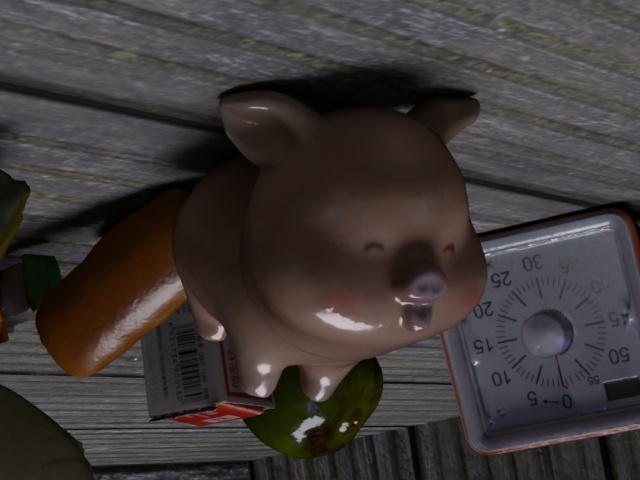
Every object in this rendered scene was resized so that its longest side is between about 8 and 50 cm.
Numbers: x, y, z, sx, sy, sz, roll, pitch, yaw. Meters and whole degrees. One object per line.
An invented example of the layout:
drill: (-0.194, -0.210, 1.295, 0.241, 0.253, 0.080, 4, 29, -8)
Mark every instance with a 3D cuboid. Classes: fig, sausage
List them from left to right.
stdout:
sausage: (-0.176, 0.036, 1.716, 0.238, 0.098, 0.098, -41, 153, 29)
fig: (-0.033, 0.202, 2.607, 0.225, 0.203, 0.203, 35, -164, 33)

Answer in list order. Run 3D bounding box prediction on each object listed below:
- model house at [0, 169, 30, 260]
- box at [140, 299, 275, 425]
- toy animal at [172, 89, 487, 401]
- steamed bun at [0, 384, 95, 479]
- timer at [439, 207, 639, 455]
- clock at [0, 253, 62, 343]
model house: (-0.368, 0.031, 1.452, 0.268, 0.173, 0.239, -3, 167, -13)
box: (-0.128, 0.109, 2.003, 0.099, 0.182, 0.133, -13, 165, 20)
toy animal: (0.000, 0.000, 1.508, 0.237, 0.269, 0.326, -1, -161, -31)
steamed bun: (-0.403, 0.241, 1.809, 0.334, 0.233, 0.312, -21, 166, -5)
timer: (0.279, 0.112, 2.147, 0.257, 0.250, 0.161, -13, 168, 22)
clock: (-0.406, 0.062, 1.790, 0.255, 0.106, 0.220, -21, 165, 31)
